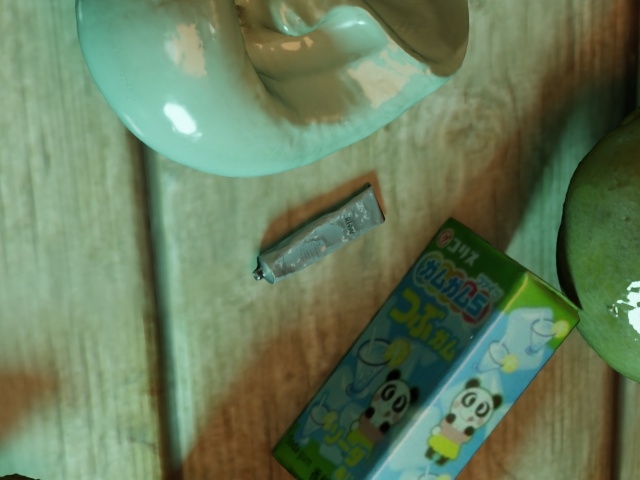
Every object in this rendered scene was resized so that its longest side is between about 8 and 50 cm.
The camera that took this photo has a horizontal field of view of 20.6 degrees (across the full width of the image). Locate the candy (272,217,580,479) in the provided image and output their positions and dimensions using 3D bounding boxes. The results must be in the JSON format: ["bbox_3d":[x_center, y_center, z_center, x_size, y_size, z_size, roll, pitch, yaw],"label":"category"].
[{"bbox_3d":[0.063,0.090,1.088,0.062,0.097,0.194,36,92,-33],"label":"candy"}]

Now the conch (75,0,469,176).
[{"bbox_3d":[-0.027,-0.128,0.917,0.221,0.121,0.184,-4,111,-35],"label":"conch"}]

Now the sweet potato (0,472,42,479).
[{"bbox_3d":[-0.282,0.189,0.965,0.314,0.072,0.066,-18,95,-25],"label":"sweet potato"}]

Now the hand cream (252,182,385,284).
[{"bbox_3d":[0.000,0.000,1.057,0.093,0.019,0.030,-30,126,-16],"label":"hand cream"}]

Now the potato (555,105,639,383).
[{"bbox_3d":[0.237,0.005,1.106,0.178,0.160,0.235,-38,145,14],"label":"potato"}]
